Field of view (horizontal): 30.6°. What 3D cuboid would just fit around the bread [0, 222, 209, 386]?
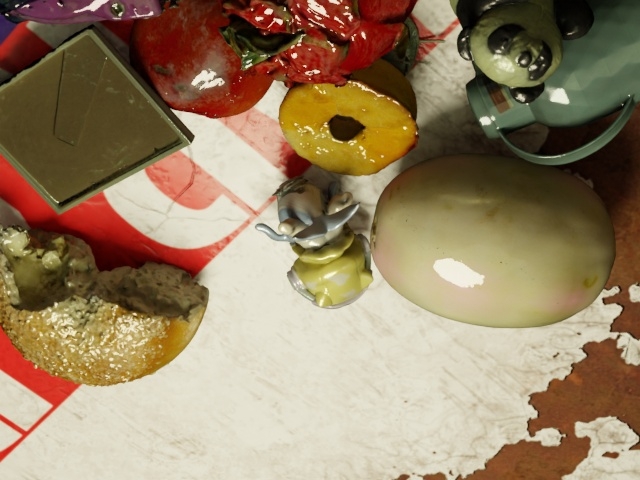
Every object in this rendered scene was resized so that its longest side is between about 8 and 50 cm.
[{"bbox_3d":[-0.330,0.105,1.595,0.314,0.171,0.192,23,114,-11],"label":"bread"}]

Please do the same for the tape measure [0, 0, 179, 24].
[{"bbox_3d":[-0.291,-0.363,1.331,0.245,0.149,0.231,-7,120,4],"label":"tape measure"}]

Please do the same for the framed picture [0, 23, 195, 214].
[{"bbox_3d":[-0.312,-0.147,1.488,0.265,0.018,0.192,-23,119,35],"label":"framed picture"}]

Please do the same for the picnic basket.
[{"bbox_3d":[0.109,-0.235,1.449,0.083,0.065,0.083,8,122,15],"label":"picnic basket"}]

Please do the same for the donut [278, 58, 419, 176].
[{"bbox_3d":[0.039,-0.162,1.458,0.174,0.074,0.190,19,148,-6],"label":"donut"}]

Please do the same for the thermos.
[{"bbox_3d":[0.322,-0.199,1.406,0.287,0.182,0.145,-26,155,15],"label":"thermos"}]

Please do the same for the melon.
[{"bbox_3d":[0.223,0.001,1.491,0.317,0.223,0.223,6,120,-6],"label":"melon"}]

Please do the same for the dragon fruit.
[{"bbox_3d":[0.002,-0.315,1.305,0.244,0.244,0.298,17,100,-8],"label":"dragon fruit"}]

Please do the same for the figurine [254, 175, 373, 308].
[{"bbox_3d":[0.000,0.000,1.525,0.128,0.208,0.183,-29,87,-9],"label":"figurine"}]

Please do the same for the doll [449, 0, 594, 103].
[{"bbox_3d":[0.219,-0.273,1.333,0.144,0.234,0.135,22,131,-40],"label":"doll"}]

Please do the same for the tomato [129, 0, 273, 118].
[{"bbox_3d":[-0.145,-0.227,1.437,0.189,0.099,0.173,23,120,-10],"label":"tomato"}]
